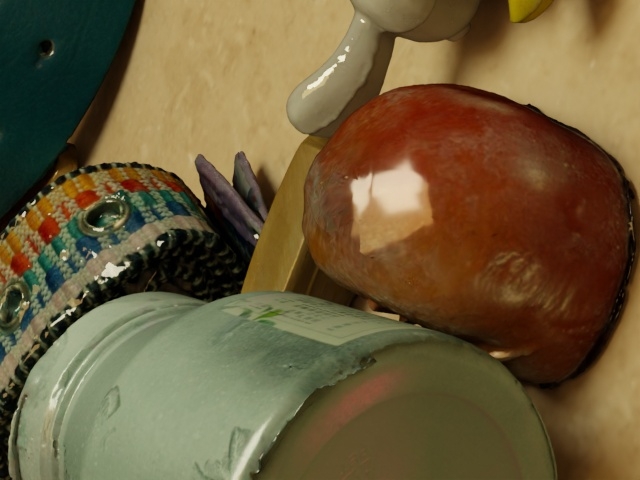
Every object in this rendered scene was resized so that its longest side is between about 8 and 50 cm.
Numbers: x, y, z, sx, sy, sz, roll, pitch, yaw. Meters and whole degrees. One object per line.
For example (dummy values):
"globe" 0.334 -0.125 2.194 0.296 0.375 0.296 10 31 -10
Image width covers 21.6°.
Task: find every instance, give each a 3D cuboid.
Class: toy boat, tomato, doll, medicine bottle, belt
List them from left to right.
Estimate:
"belt" -0.351 -0.188 1.663 0.436 0.173 0.300 -52 38 26
"belt" -0.170 0.061 1.319 0.295 0.207 0.160 -62 39 22
"medicine bottle" -0.040 0.148 1.017 0.290 0.245 0.245 14 92 52
"toy boat" 0.000 0.000 1.199 0.057 0.077 0.200 28 102 43
"tomato" 0.071 -0.012 1.035 0.214 0.155 0.180 22 96 58
"doll" 0.079 -0.206 1.114 0.237 0.111 0.252 -13 64 41

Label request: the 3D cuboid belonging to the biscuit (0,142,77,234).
"biscuit" -0.308 -0.045 1.711 0.225 0.036 0.166 6 79 58
